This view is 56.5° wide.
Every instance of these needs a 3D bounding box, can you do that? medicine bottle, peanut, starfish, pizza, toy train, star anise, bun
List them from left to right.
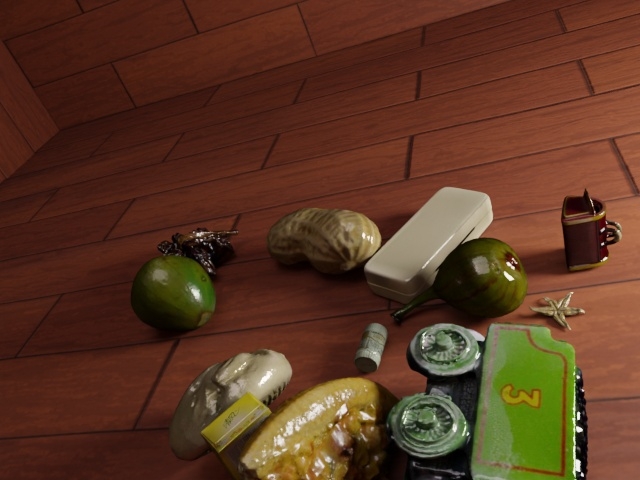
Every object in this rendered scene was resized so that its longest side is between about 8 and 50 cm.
[{"bbox_3d":[-0.341,0.035,1.539,0.190,0.126,0.220,-7,38,30],"label":"star anise"},{"bbox_3d":[-0.160,0.266,1.011,0.237,0.210,0.116,-36,77,-12],"label":"bun"},{"bbox_3d":[0.000,0.000,1.367,0.325,0.140,0.153,-2,80,41],"label":"peanut"},{"bbox_3d":[0.022,0.273,0.827,0.087,0.268,0.258,-8,38,38],"label":"pizza"},{"bbox_3d":[0.094,0.198,1.099,0.047,0.047,0.083,-5,36,26],"label":"medicine bottle"},{"bbox_3d":[0.238,0.248,0.832,0.249,0.173,0.307,0,39,22],"label":"toy train"},{"bbox_3d":[0.413,0.123,1.041,0.092,0.016,0.086,-3,36,20],"label":"starfish"}]

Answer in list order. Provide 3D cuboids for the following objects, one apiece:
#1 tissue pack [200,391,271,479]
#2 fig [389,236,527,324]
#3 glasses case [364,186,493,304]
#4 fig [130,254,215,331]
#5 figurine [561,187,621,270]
[{"bbox_3d":[-0.098,0.328,0.908,0.095,0.176,0.062,-38,35,-23],"label":"tissue pack"},{"bbox_3d":[0.258,0.096,1.116,0.259,0.151,0.151,-34,21,38],"label":"fig"},{"bbox_3d":[0.235,0.004,1.272,0.131,0.070,0.313,16,49,44],"label":"glasses case"},{"bbox_3d":[-0.329,0.128,1.356,0.191,0.181,0.181,31,58,27],"label":"fig"},{"bbox_3d":[0.490,-0.023,1.076,0.098,0.154,0.082,3,40,29],"label":"figurine"}]
